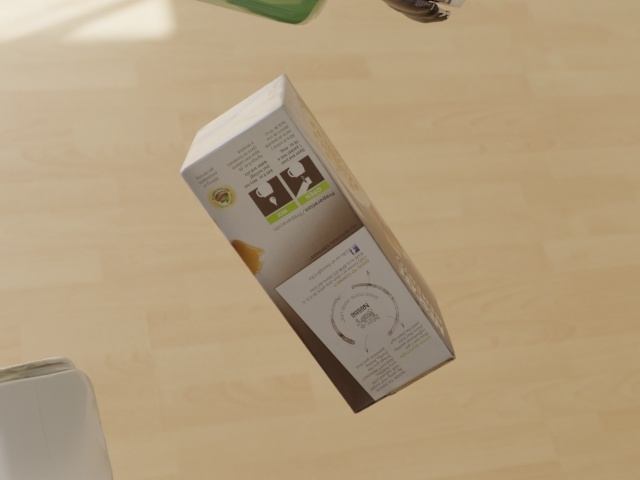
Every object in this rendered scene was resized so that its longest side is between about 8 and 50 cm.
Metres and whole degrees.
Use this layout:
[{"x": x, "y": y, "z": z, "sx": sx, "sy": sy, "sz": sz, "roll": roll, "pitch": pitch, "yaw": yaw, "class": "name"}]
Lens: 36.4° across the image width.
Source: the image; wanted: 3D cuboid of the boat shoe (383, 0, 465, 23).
[{"x": 0.122, "y": -0.386, "z": 0.940, "sx": 0.127, "sy": 0.341, "sz": 0.158, "roll": 28, "pitch": 17, "yaw": 34, "class": "boat shoe"}]

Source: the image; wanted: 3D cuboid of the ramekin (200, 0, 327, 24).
[{"x": -0.030, "y": -0.271, "z": 0.542, "sx": 0.148, "sy": 0.303, "sz": 0.303, "roll": 18, "pitch": 56, "yaw": -7, "class": "ramekin"}]

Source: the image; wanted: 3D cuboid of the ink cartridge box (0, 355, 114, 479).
[{"x": -0.321, "y": 0.248, "z": 0.592, "sx": 0.384, "sy": 0.160, "sz": 0.279, "roll": -14, "pitch": 86, "yaw": 7, "class": "ink cartridge box"}]

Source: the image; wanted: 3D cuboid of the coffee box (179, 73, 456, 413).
[{"x": 0.000, "y": 0.000, "z": 0.803, "sx": 0.098, "sy": 0.141, "sz": 0.246, "roll": -32, "pitch": 106, "yaw": 10, "class": "coffee box"}]
